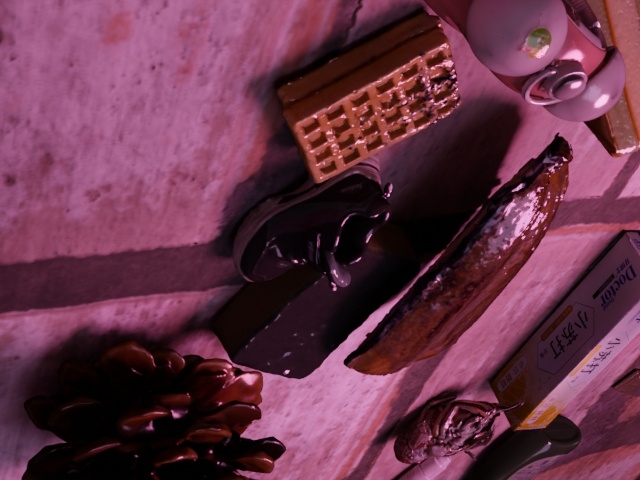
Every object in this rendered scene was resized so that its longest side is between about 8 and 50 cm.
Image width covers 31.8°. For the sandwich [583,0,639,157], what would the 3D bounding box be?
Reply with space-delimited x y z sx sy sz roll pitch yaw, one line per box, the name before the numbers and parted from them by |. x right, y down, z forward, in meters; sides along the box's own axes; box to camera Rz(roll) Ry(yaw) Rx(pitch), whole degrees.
sandwich | 0.256 -0.167 0.939 0.079 0.113 0.163 -22 147 -8

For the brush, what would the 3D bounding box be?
brush | -0.003 0.057 1.110 0.197 0.059 0.123 -45 143 23

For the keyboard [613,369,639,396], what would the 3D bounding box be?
keyboard | 0.505 0.227 1.763 0.049 0.015 0.129 -39 147 26

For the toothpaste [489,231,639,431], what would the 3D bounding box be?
toothpaste | 0.333 0.121 1.422 0.071 0.089 0.313 4 136 -32

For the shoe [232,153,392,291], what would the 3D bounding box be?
shoe | 0.000 0.000 0.997 0.169 0.099 0.071 -39 148 17

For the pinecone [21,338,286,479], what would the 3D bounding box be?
pinecone | -0.154 0.224 1.062 0.264 0.264 0.264 -19 147 -13

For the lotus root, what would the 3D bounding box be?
lotus root | 0.152 0.029 1.104 0.329 0.078 0.167 -51 176 38

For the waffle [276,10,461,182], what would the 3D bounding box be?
waffle | 0.042 -0.116 0.920 0.148 0.042 0.102 -27 148 -2

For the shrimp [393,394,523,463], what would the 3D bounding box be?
shrimp | 0.180 0.247 1.483 0.190 0.073 0.075 -20 129 18

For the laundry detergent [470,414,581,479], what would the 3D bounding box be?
laundry detergent | 0.303 0.352 1.744 0.137 0.063 0.211 2 138 -47

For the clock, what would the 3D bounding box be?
clock | 0.141 -0.162 0.819 0.092 0.162 0.166 -39 145 22

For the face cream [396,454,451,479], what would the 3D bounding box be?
face cream | 0.141 0.349 1.646 0.130 0.034 0.034 -44 144 22
